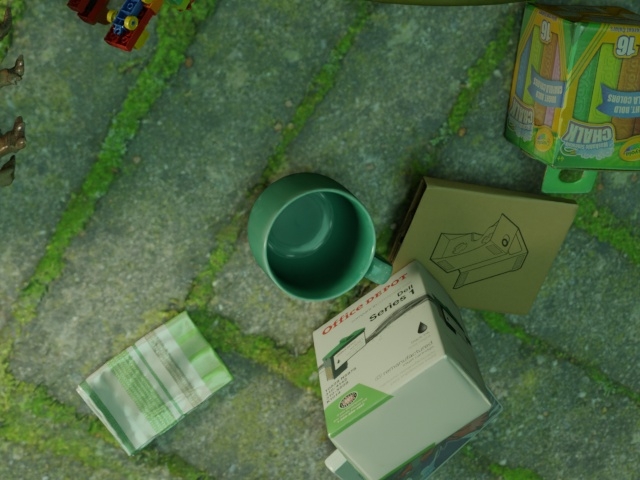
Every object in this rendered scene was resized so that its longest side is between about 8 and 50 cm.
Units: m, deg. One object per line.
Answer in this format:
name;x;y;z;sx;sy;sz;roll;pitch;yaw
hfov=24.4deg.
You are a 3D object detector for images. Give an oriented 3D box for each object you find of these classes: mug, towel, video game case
mug;-0.009;0.001;1.632;0.129;0.097;0.158;-31;117;-8
towel;-0.184;0.163;1.668;0.152;0.023;0.113;-36;117;-5
video game case;0.116;0.230;1.754;0.201;0.023;0.183;-43;145;-2

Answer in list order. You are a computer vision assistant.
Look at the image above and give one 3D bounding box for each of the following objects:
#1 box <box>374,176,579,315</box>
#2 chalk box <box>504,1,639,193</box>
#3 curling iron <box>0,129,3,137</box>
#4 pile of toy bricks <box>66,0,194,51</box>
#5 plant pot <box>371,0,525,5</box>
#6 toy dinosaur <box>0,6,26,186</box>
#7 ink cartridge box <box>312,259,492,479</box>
box;0.182;0.009;1.720;0.201;0.021;0.164;8;124;-22
chalk box;0.299;-0.150;1.669;0.132;0.132;0.213;-1;109;-19
curling iron;-0.389;-0.010;1.526;0.068;0.035;0.274;16;102;-24
pile of toy bricks;-0.153;-0.274;1.494;0.212;0.118;0.105;-60;146;-10
plant pot;0.135;-0.349;1.493;0.293;0.275;0.275;11;105;-40
toy dinosaur;-0.389;-0.135;1.410;0.200;0.127;0.296;-2;93;-18
ink cartridge box;0.084;0.141;1.632;0.160;0.219;0.092;-36;115;12
